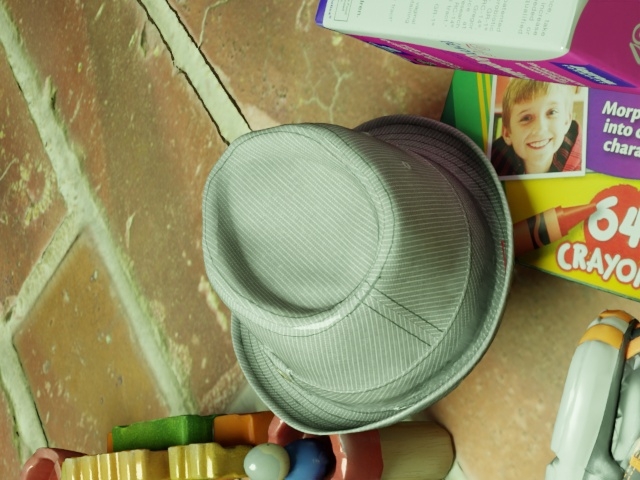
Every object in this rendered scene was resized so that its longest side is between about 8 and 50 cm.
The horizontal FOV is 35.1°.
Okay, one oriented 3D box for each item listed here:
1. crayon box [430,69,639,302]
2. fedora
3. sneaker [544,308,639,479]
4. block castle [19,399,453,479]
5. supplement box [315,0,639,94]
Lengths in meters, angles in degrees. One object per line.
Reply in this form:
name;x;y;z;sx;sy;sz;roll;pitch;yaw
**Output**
crayon box;0.256;-0.110;0.659;0.363;0.106;0.313;19;97;46
fedora;0.000;0.000;0.706;0.243;0.124;0.275;-47;44;9
sneaker;0.224;0.212;0.624;0.180;0.124;0.321;15;113;25
block castle;-0.101;0.303;0.866;0.453;0.213;0.303;-18;70;42
supplement box;0.116;-0.171;0.662;0.220;0.111;0.114;18;94;48
